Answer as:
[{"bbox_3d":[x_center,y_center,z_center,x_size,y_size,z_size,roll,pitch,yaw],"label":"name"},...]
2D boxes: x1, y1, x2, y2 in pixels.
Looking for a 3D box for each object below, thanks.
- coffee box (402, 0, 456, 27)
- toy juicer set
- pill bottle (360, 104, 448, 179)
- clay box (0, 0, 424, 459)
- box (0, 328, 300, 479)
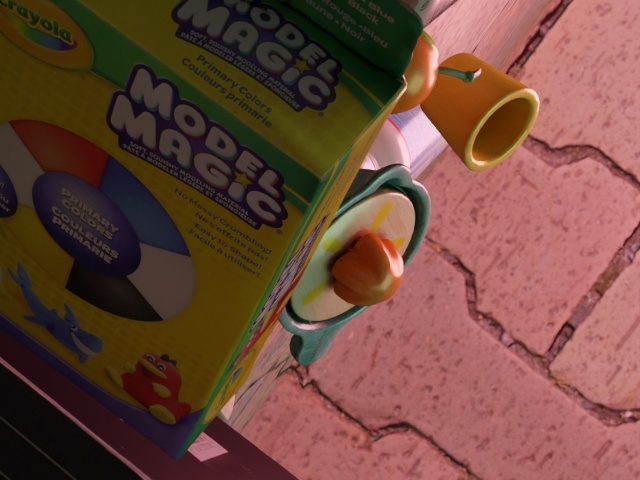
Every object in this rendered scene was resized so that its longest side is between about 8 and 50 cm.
[{"bbox_3d":[0.064,-0.200,0.627,0.168,0.119,0.297,-62,171,32],"label":"coffee box"},{"bbox_3d":[0.000,0.000,1.210,0.329,0.089,0.209,-50,151,9],"label":"toy juicer set"},{"bbox_3d":[0.039,-0.074,1.378,0.087,0.087,0.160,-57,172,36],"label":"pill bottle"},{"bbox_3d":[-0.059,-0.028,0.581,0.053,0.127,0.222,-50,173,-34],"label":"clay box"},{"bbox_3d":[-0.172,0.199,0.840,0.312,0.179,0.343,-52,174,-1],"label":"box"}]
